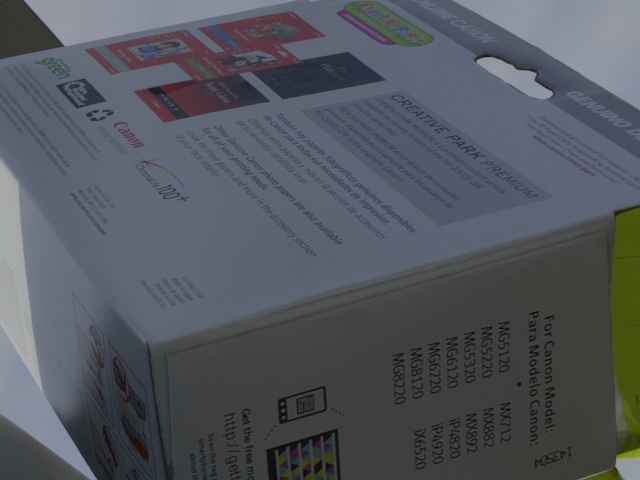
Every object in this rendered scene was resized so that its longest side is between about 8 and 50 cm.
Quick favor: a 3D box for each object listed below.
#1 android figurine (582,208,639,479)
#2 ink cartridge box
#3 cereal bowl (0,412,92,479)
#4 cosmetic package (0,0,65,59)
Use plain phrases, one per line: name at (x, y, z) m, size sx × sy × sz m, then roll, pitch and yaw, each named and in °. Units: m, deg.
android figurine at (0.111, 0.044, 1.007) m, size 0.056 × 0.272 × 0.248 m, roll 96°, pitch 166°, yaw -61°
ink cartridge box at (0.000, 0.000, 0.846) m, size 0.271 × 0.309 × 0.130 m, roll -15°, pitch -61°, yaw -20°
cereal bowl at (-0.123, 0.160, 0.695) m, size 0.141 × 0.339 × 0.339 m, roll -52°, pitch -30°, yaw -8°
cosmetic package at (-0.232, -0.086, 1.467) m, size 0.127 × 0.107 × 0.238 m, roll -46°, pitch -74°, yaw -12°
